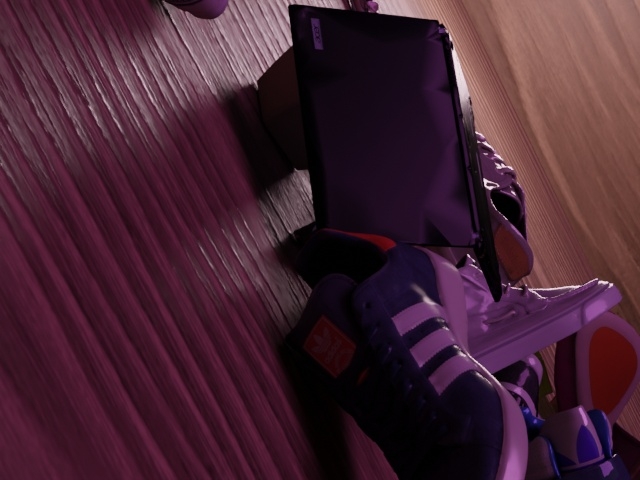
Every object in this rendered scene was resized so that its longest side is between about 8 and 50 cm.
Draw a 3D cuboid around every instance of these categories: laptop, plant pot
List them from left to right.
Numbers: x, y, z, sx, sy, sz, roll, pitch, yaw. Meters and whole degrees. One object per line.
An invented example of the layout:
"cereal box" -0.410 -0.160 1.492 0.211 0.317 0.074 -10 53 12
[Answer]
"plant pot" -0.001 -0.132 1.715 0.109 0.096 0.109 53 18 -39
"laptop" 0.076 -0.077 1.656 0.264 0.137 0.234 57 24 -68

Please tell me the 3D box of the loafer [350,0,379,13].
"loafer" 0.063 -0.335 2.462 0.125 0.039 0.045 68 13 16

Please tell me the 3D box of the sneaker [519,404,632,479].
"sneaker" 0.260 0.279 1.641 0.323 0.130 0.236 31 -44 59

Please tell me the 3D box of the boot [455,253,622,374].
"boot" 0.188 0.064 1.816 0.123 0.258 0.095 63 -27 6

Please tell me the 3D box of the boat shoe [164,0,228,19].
"boat shoe" -0.131 -0.321 1.569 0.088 0.096 0.267 44 25 -67

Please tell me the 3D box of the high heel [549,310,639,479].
"high heel" 0.287 0.173 2.074 0.181 0.127 0.377 29 -27 36

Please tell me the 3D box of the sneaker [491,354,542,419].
"sneaker" 0.195 0.224 1.913 0.217 0.079 0.121 79 30 -46

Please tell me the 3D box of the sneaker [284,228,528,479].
"sneaker" 0.052 0.111 1.387 0.148 0.131 0.350 23 24 -24

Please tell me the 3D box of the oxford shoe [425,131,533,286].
"oxford shoe" 0.200 -0.067 2.320 0.169 0.130 0.449 55 15 -29

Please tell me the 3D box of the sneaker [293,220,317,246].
"sneaker" 0.000 0.000 1.620 0.035 0.031 0.083 66 13 4

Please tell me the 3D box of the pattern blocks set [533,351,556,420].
"pattern blocks set" 0.256 0.217 2.077 0.325 0.026 0.285 -116 -172 -51
